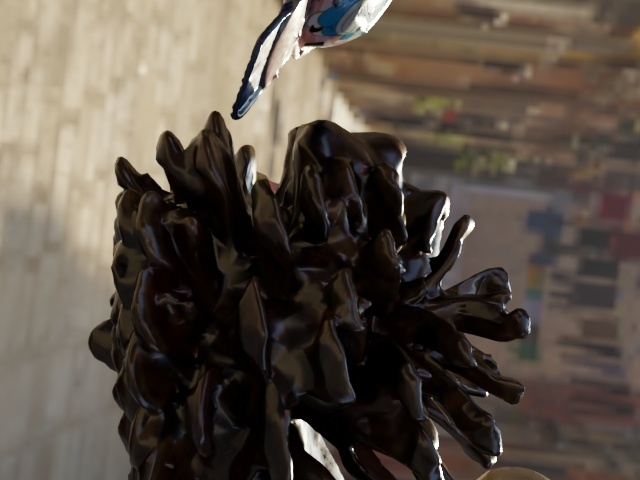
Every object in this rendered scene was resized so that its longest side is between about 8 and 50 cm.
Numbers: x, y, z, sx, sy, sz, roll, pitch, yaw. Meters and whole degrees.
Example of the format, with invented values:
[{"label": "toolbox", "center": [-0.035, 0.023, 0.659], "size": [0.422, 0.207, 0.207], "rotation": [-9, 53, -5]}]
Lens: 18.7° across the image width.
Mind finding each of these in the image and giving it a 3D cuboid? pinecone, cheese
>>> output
[{"label": "pinecone", "center": [-0.014, 0.095, 1.560], "size": [0.398, 0.397, 0.398], "rotation": [6, 90, -86]}, {"label": "cheese", "center": [0.008, -0.198, 1.496], "size": [0.286, 0.074, 0.189], "rotation": [-53, 170, -42]}]

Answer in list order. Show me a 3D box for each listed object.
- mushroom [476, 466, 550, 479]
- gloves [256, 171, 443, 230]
[{"label": "mushroom", "center": [0.154, 0.317, 1.801], "size": [0.226, 0.178, 0.226], "rotation": [-51, 155, -35]}, {"label": "gloves", "center": [-0.004, 0.004, 1.817], "size": [0.126, 0.241, 0.145], "rotation": [-46, 148, -58]}]
